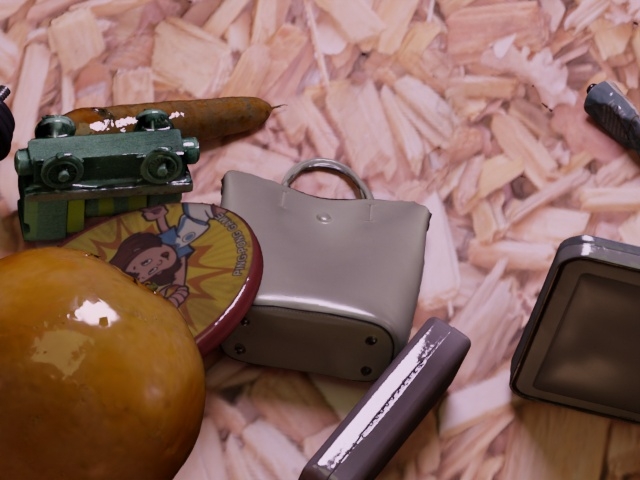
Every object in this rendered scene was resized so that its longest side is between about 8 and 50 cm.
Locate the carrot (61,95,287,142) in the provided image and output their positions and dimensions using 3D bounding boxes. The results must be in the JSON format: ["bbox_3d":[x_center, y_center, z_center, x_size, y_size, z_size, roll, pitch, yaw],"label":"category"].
[{"bbox_3d":[-0.165,-0.134,2.007,0.298,0.078,0.078,-13,55,-25],"label":"carrot"}]

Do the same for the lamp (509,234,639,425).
[{"bbox_3d":[0.346,0.106,1.777,0.269,0.266,0.047,13,55,1],"label":"lamp"}]

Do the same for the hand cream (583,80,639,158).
[{"bbox_3d":[0.383,-0.100,2.075,0.052,0.075,0.248,-18,54,-16],"label":"hand cream"}]

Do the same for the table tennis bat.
[{"bbox_3d":[-0.240,0.093,1.779,0.414,0.051,0.268,-35,40,-20],"label":"table tennis bat"}]

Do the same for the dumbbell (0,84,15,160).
[{"bbox_3d":[-0.401,-0.099,1.914,0.099,0.099,0.208,25,53,10],"label":"dumbbell"}]

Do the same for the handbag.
[{"bbox_3d":[0.000,0.000,1.907,0.241,0.109,0.315,11,47,-2],"label":"handbag"}]

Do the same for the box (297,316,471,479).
[{"bbox_3d":[0.061,0.185,1.768,0.055,0.103,0.244,35,54,11],"label":"box"}]

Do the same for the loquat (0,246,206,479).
[{"bbox_3d":[-0.232,0.133,1.552,0.263,0.263,0.263,5,51,-6],"label":"loquat"}]

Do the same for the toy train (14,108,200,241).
[{"bbox_3d":[-0.232,-0.070,1.903,0.200,0.132,0.083,-3,44,-15],"label":"toy train"}]
